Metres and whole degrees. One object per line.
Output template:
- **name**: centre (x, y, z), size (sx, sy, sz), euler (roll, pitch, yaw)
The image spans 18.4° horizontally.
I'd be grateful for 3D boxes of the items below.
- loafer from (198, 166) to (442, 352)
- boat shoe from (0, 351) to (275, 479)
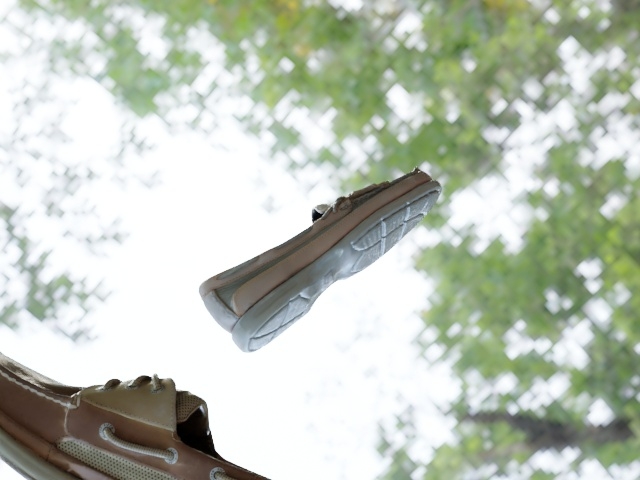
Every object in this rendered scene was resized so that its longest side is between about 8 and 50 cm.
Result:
- **loafer**: centre (0.000, 0.000, 0.902), size (0.125, 0.045, 0.039), euler (-38, -109, -22)
- **boat shoe**: centre (-0.126, 0.154, 1.429), size (0.324, 0.116, 0.123), euler (32, 179, 15)
